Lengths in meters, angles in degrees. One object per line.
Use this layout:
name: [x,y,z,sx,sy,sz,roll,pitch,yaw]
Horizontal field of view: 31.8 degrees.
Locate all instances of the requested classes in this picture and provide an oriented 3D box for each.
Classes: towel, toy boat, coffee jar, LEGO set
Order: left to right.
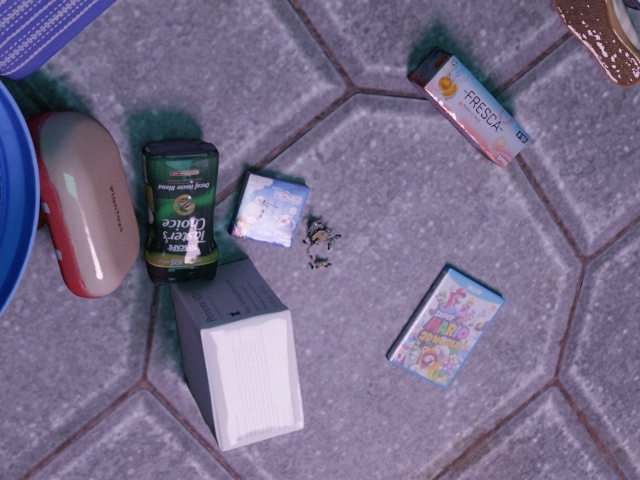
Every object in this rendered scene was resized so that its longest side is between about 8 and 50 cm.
towel: [-0.294,-0.292,1.182,0.243,0.336,0.040,-42,82,-1]
toy boat: [-0.320,-0.043,1.369,0.151,0.151,0.231,-4,115,12]
coffee jar: [-0.179,-0.033,1.443,0.096,0.079,0.184,-6,113,-18]
LEGO set: [-0.003,0.001,1.559,0.054,0.023,0.083,8,120,-21]

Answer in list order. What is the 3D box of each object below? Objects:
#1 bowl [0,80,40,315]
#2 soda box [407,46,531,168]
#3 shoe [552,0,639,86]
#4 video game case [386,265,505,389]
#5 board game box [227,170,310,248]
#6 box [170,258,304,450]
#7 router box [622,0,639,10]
bowl: [-0.468,-0.030,1.126,0.391,0.077,0.391,-17,113,-46]
soda box: [0.205,-0.181,1.542,0.063,0.058,0.183,-48,119,2]
shoe: [0.386,-0.311,1.566,0.076,0.058,0.219,-18,123,35]
video game case: [0.189,0.132,1.684,0.119,0.015,0.166,29,98,-27]
board game box: [-0.070,-0.041,1.514,0.090,0.020,0.090,12,104,-24]
box: [-0.112,0.146,1.480,0.119,0.181,0.182,-14,115,-16]
router box: [0.429,-0.392,1.555,0.122,0.038,0.092,35,96,-28]
